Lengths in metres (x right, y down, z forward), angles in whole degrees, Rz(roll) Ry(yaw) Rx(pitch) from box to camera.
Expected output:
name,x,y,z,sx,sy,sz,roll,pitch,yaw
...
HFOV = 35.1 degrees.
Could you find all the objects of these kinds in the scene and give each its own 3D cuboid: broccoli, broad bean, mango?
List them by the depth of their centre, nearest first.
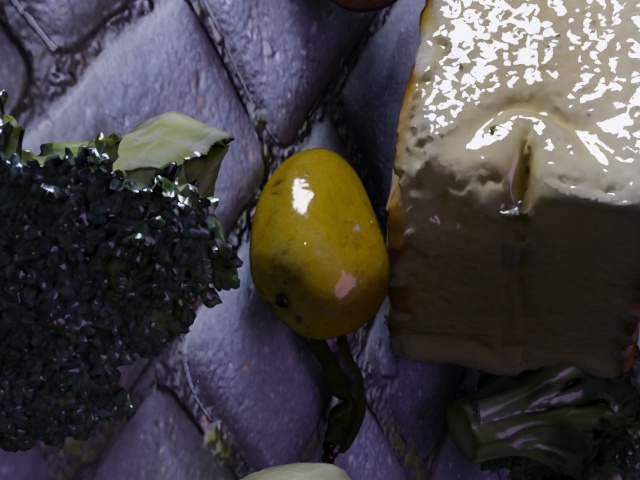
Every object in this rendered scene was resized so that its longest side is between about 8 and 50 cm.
name,x,y,z,sx,sy,sz,roll,pitch,yaw
broccoli,-0.178,-0.023,0.651,0.361,0.252,0.221,-109,-170,-77
mango,0.000,0.000,0.954,0.137,0.098,0.195,21,51,-22
broad bean,0.013,0.127,1.017,0.061,0.046,0.195,-18,104,-41
broccoli,0.285,0.208,1.251,0.260,0.288,0.235,-37,123,-10

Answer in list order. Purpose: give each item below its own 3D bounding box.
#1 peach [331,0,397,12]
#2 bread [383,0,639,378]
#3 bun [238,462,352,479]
name,x,y,z,sx,sy,sz,roll,pitch,yaw
peach,0.050,-0.323,1.049,0.152,0.152,0.152,13,75,-57
bread,0.231,-0.085,1.106,0.371,0.280,0.389,79,22,-57
bun,-0.051,0.270,0.834,0.222,0.128,0.222,-50,155,-34
